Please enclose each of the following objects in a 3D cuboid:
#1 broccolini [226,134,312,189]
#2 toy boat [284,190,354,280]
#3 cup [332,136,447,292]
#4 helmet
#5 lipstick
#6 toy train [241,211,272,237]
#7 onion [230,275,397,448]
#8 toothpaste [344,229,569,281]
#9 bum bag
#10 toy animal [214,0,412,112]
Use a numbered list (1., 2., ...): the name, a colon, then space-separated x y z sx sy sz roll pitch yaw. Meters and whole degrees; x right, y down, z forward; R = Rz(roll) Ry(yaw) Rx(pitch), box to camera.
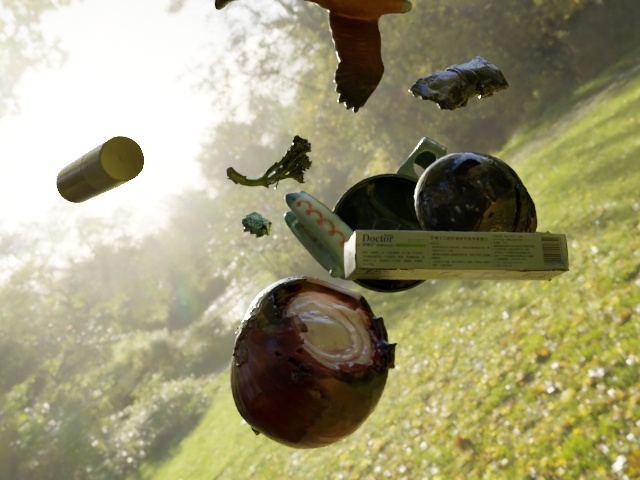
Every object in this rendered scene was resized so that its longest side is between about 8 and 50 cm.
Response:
1. broccolini: -0.105 -0.174 1.863 0.271 0.062 0.123 -12 -60 -52
2. toy boat: 0.000 0.000 1.591 0.079 0.207 0.134 -41 -16 -24
3. cup: 0.225 -0.066 2.310 0.401 0.310 0.392 -33 5 8
4. helmet: 0.300 -0.069 1.734 0.160 0.279 0.230 15 -63 -47
5. lipstick: -0.350 -0.107 1.315 0.070 0.070 0.254 -40 16 -28
6. toy train: -0.142 -0.035 1.899 0.053 0.033 0.083 -29 36 -35
7. onion: -0.035 0.249 1.644 0.341 0.341 0.341 -39 3 2
8. toothpaste: 0.208 0.024 1.284 0.336 0.067 0.081 1 -16 -11
9. bum bag: 0.289 -0.316 1.692 0.248 0.069 0.102 -30 42 -34
10. toy animal: 0.004 -0.397 1.396 0.302 0.284 0.225 -67 -3 -56
